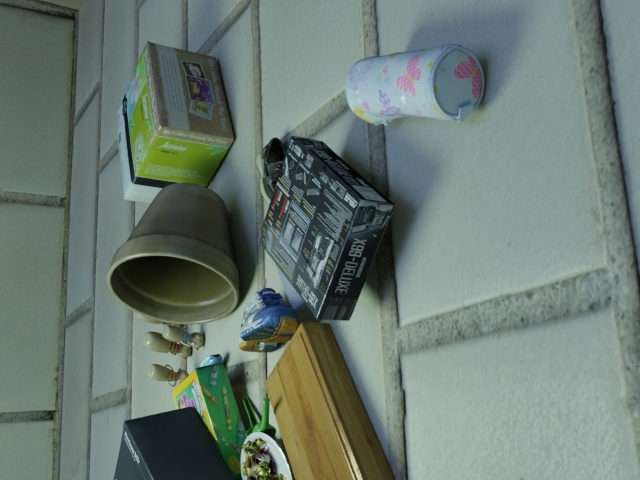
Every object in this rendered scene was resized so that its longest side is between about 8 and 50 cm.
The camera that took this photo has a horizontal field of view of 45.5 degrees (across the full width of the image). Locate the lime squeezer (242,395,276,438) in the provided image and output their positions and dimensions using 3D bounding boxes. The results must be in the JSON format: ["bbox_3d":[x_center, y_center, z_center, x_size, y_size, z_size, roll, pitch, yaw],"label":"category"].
[{"bbox_3d":[-0.129,0.400,1.683,0.310,0.058,0.110,139,136,-73],"label":"lime squeezer"}]

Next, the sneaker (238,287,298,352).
[{"bbox_3d":[-0.122,0.158,1.647,0.296,0.111,0.131,139,137,-66],"label":"sneaker"}]

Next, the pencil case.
[{"bbox_3d":[0.153,-0.261,1.303,0.273,0.113,0.124,12,104,59],"label":"pencil case"}]

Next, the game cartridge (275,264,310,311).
[{"bbox_3d":[0.000,0.000,1.570,0.294,0.060,0.196,-59,35,35],"label":"game cartridge"}]

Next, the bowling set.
[{"bbox_3d":[-0.382,0.249,2.109,0.200,0.154,0.287,-42,46,23],"label":"bowling set"}]

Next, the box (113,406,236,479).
[{"bbox_3d":[-0.326,0.617,1.726,0.343,0.178,0.313,47,131,41],"label":"box"}]

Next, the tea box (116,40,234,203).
[{"bbox_3d":[-0.425,-0.322,2.175,0.323,0.219,0.329,-51,44,42],"label":"tea box"}]

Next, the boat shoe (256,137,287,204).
[{"bbox_3d":[-0.094,-0.150,1.727,0.224,0.080,0.073,-110,35,-44],"label":"boat shoe"}]

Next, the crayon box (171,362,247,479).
[{"bbox_3d":[-0.258,0.456,1.835,0.165,0.081,0.279,-44,61,47],"label":"crayon box"}]

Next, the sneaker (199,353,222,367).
[{"bbox_3d":[-0.270,0.365,1.957,0.073,0.063,0.162,34,122,45],"label":"sneaker"}]

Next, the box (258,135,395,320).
[{"bbox_3d":[-0.002,-0.030,1.455,0.307,0.076,0.243,47,124,51],"label":"box"}]

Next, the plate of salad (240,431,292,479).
[{"bbox_3d":[-0.120,0.500,1.588,0.199,0.048,0.200,11,105,51],"label":"plate of salad"}]

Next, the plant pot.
[{"bbox_3d":[-0.355,0.017,1.954,0.323,0.323,0.281,-46,31,45],"label":"plant pot"}]

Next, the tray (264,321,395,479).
[{"bbox_3d":[0.010,0.379,1.461,0.203,0.076,0.411,-60,39,34],"label":"tray"}]
